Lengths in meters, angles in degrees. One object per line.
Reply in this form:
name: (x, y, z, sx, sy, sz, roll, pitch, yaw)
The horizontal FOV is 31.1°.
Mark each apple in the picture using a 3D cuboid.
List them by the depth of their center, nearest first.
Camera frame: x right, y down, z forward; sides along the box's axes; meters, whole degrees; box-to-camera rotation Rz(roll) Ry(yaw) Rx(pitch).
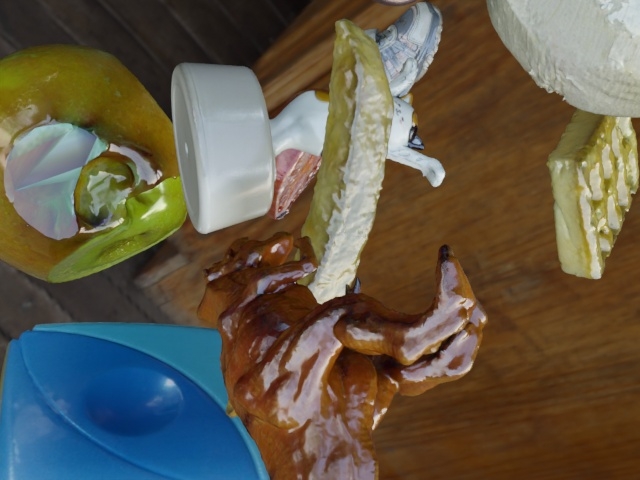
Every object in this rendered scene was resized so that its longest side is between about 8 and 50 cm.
apple: (-0.359, -0.109, 1.699, 0.384, 0.374, 0.374, 21, 63, -22)

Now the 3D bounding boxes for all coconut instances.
coconut: (0.316, -0.299, 1.083, 0.346, 0.360, 0.346, -1, 80, 6)

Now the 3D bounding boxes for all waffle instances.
waffle: (0.356, -0.089, 1.488, 0.274, 0.057, 0.168, -52, 135, -48)

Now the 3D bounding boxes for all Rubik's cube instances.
Rubik's cube: (-0.254, 0.339, 1.531, 0.351, 0.347, 0.352, 0, 36, -13)

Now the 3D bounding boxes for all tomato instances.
tomato: (-0.050, -0.155, 1.933, 0.095, 0.237, 0.237, 33, 53, 10)

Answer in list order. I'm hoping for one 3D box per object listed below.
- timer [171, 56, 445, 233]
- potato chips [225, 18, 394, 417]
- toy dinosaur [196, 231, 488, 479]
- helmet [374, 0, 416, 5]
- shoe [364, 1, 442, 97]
timer: (-0.011, -0.112, 1.204, 0.266, 0.175, 0.175, -9, 78, -13)
potato chips: (0.000, 0.000, 1.090, 0.057, 0.080, 0.407, 0, 113, -47)
toy dinosaur: (0.013, 0.091, 0.678, 0.097, 0.208, 0.432, 49, 16, -32)
helmet: (0.122, -0.499, 1.513, 0.271, 0.197, 0.338, -14, 91, -36)
shoe: (0.072, -0.218, 1.397, 0.092, 0.180, 0.089, 22, 22, -20)
